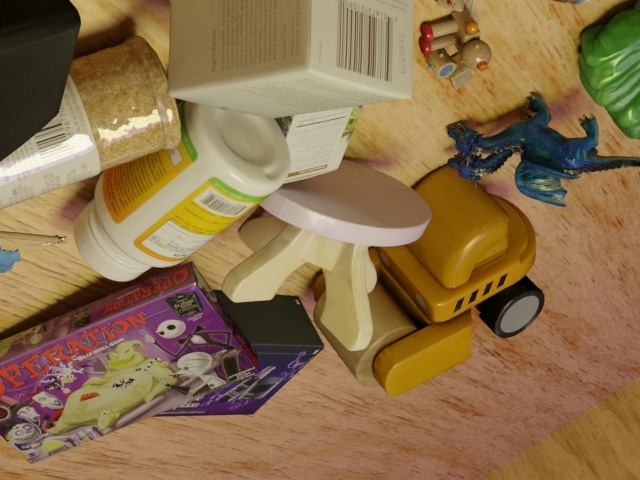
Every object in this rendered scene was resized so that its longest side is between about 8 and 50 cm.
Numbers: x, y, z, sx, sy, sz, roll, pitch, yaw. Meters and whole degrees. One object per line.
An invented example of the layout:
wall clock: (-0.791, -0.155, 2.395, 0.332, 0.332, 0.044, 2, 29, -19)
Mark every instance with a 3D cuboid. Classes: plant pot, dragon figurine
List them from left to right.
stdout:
plant pot: (-0.311, -0.163, 1.066, 0.167, 0.188, 0.187, -26, 156, -37)
dragon figurine: (0.313, -0.104, 1.735, 0.144, 0.289, 0.085, -60, 169, -28)

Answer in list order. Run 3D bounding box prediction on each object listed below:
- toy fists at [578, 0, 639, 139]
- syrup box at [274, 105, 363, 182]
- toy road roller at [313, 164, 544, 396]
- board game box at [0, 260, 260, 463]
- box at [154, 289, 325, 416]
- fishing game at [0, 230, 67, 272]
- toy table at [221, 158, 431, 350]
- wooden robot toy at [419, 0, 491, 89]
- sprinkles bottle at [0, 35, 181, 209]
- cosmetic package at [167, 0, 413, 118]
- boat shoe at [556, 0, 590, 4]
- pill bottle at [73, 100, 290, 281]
toy fists: (0.436, -0.229, 1.759, 0.142, 0.096, 0.279, -46, 149, 10)
syrup box: (-0.011, -0.175, 1.413, 0.096, 0.093, 0.237, -16, 150, -26)
toy road roller: (0.154, 0.040, 1.841, 0.329, 0.202, 0.240, -27, 141, -15)
board game box: (-0.276, 0.165, 1.664, 0.347, 0.056, 0.208, -23, 131, 8)
box: (-0.151, 0.166, 1.858, 0.261, 0.103, 0.184, 7, 133, -49)
fishing game: (-0.413, 0.018, 1.352, 0.264, 0.041, 0.189, -19, 165, 36)
toy table: (0.000, 0.000, 1.599, 0.274, 0.252, 0.161, 8, 119, -36)
wooden robot toy: (0.166, -0.222, 1.519, 0.076, 0.079, 0.173, -24, 152, -12)
sprinkles bottle: (-0.316, -0.087, 1.235, 0.355, 0.121, 0.121, -21, 152, -16)
cosmetic package: (-0.028, -0.206, 1.200, 0.183, 0.151, 0.151, -3, 173, 40)
boat shoe: (0.312, -0.337, 1.478, 0.066, 0.066, 0.183, -14, 149, -25)
pill bottle: (-0.161, -0.055, 1.410, 0.245, 0.136, 0.136, -35, 155, 34)
